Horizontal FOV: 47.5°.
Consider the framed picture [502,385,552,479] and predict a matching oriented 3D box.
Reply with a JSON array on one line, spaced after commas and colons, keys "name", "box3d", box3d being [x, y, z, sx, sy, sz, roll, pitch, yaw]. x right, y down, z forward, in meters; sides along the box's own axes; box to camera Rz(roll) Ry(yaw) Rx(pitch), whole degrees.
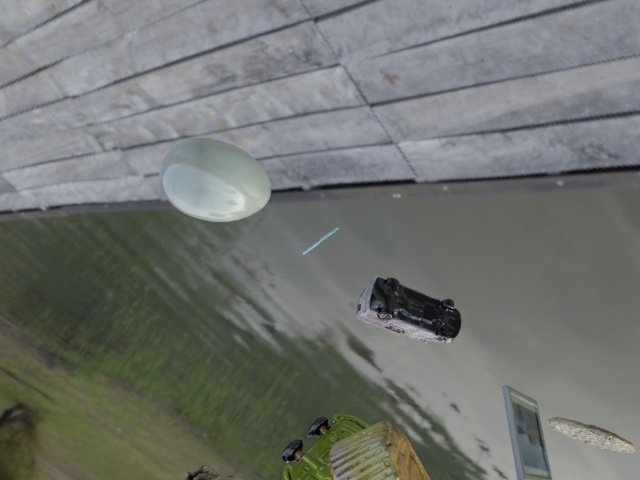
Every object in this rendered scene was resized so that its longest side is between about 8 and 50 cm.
[{"name": "framed picture", "box3d": [0.256, 0.243, 0.895, 0.011, 0.109, 0.149, -16, 155, 24]}]

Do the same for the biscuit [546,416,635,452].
[{"name": "biscuit", "box3d": [0.684, 0.493, 1.844, 0.220, 0.033, 0.220, 19, 164, 6]}]

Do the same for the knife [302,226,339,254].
[{"name": "knife", "box3d": [0.000, 0.000, 1.063, 0.005, 0.014, 0.091, 48, 139, -5]}]

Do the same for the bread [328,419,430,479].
[{"name": "bread", "box3d": [0.114, 0.420, 1.163, 0.250, 0.133, 0.179, 57, -171, -6]}]

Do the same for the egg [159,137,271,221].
[{"name": "egg", "box3d": [-0.193, -0.109, 1.344, 0.209, 0.151, 0.151, 15, 159, -22]}]

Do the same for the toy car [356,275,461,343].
[{"name": "toy car", "box3d": [0.179, 0.153, 1.490, 0.210, 0.089, 0.108, 21, 149, -10]}]

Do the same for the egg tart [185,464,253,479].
[{"name": "egg tart", "box3d": [-0.194, 0.621, 1.644, 0.290, 0.107, 0.291, 55, -174, -9]}]

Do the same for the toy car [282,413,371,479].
[{"name": "toy car", "box3d": [0.027, 0.512, 1.604, 0.200, 0.248, 0.142, 37, 140, 26]}]
